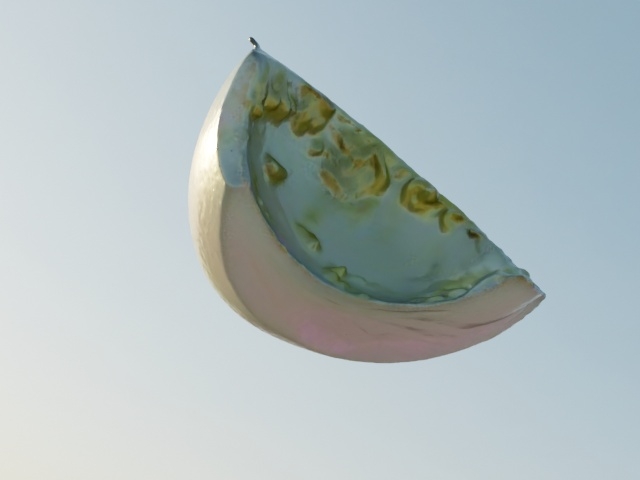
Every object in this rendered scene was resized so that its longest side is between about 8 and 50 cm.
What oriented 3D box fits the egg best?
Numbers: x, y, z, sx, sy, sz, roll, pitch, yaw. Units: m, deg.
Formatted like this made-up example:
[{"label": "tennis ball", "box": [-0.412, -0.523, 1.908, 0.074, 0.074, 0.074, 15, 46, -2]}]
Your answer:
[{"label": "egg", "box": [0.004, 0.000, 0.885, 0.271, 0.162, 0.206, 40, 7, -8]}]
